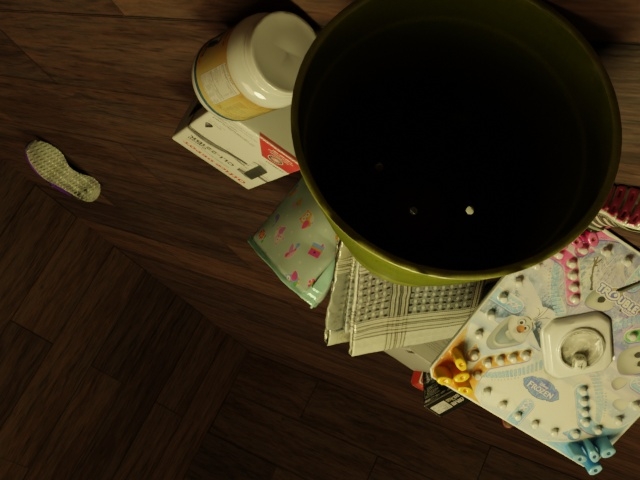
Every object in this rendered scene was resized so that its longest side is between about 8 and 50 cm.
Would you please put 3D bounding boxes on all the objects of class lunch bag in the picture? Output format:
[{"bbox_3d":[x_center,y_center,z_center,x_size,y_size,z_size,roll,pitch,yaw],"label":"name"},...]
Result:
[{"bbox_3d":[0.000,0.000,1.530,0.160,0.223,0.262,38,-178,-31],"label":"lunch bag"}]

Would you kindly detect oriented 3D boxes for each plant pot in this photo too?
[{"bbox_3d":[0.147,-0.090,0.996,0.367,0.366,0.353,25,166,6],"label":"plant pot"}]

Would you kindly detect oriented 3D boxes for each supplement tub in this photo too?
[{"bbox_3d":[-0.101,-0.270,1.173,0.144,0.144,0.200,37,159,-26],"label":"supplement tub"}]

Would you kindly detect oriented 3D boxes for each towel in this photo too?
[{"bbox_3d":[0.171,0.087,1.435,0.325,0.056,0.312,-4,129,-13],"label":"towel"}]

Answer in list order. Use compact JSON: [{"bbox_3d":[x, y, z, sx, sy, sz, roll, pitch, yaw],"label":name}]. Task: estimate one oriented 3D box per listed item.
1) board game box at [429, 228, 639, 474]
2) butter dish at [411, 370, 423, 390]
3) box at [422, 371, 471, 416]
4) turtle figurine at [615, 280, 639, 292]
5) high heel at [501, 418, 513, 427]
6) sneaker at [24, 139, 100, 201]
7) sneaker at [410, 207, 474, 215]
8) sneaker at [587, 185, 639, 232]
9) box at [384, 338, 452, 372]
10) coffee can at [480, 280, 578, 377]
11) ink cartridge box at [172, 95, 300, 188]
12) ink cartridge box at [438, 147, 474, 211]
[{"bbox_3d":[0.459,0.192,1.323,0.390,0.390,0.050,32,-163,-12],"label":"board game box"},{"bbox_3d":[0.392,0.410,2.393,0.160,0.160,0.118,21,-163,22],"label":"butter dish"},{"bbox_3d":[0.394,0.414,2.226,0.078,0.147,0.180,35,125,-24],"label":"box"},{"bbox_3d":[0.585,0.077,1.037,0.266,0.274,0.198,23,179,-16],"label":"turtle figurine"},{"bbox_3d":[0.531,0.383,2.008,0.127,0.181,0.377,17,159,29],"label":"high heel"},{"bbox_3d":[-0.871,-0.223,2.457,0.146,0.102,0.293,13,158,38],"label":"sneaker"},{"bbox_3d":[0.190,-0.049,1.317,0.152,0.084,0.058,30,164,-4],"label":"sneaker"},{"bbox_3d":[0.446,-0.044,1.157,0.170,0.063,0.075,20,161,37],"label":"sneaker"},{"bbox_3d":[0.291,0.305,2.236,0.182,0.119,0.181,36,161,-24],"label":"box"},{"bbox_3d":[0.446,0.174,1.523,0.202,0.201,0.275,34,161,-19],"label":"coffee can"},{"bbox_3d":[-0.142,-0.212,1.438,0.197,0.114,0.273,34,162,-21],"label":"ink cartridge box"},{"bbox_3d":[0.264,-0.104,1.270,0.224,0.045,0.223,26,162,4],"label":"ink cartridge box"}]
